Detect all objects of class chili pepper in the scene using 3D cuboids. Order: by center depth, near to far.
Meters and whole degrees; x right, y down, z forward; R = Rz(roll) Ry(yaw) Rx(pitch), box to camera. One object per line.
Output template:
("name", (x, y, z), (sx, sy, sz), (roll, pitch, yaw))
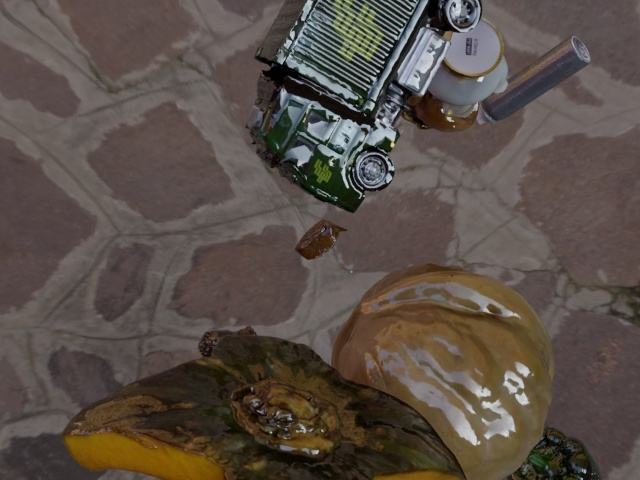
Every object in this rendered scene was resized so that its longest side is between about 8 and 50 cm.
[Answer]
("chili pepper", (0.451, 0.451, 1.451), (0.165, 0.174, 0.261), (-37, 128, 0))

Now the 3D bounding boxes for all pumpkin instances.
("pumpkin", (-0.027, 0.178, 0.653), (0.258, 0.290, 0.095), (32, 114, 26))

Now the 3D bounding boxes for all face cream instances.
("face cream", (0.458, -0.343, 1.646), (0.283, 0.073, 0.073), (-33, 86, 41))

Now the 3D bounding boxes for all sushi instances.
("sushi", (0.000, 0.000, 1.560), (0.055, 0.052, 0.120), (39, 107, -25))

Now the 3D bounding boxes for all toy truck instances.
("toy truck", (0.037, -0.157, 0.547), (0.121, 0.088, 0.259), (26, 96, -21))

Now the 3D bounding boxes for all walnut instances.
("walnut", (0.149, 0.164, 0.929), (0.285, 0.296, 0.285), (6, 122, 10))

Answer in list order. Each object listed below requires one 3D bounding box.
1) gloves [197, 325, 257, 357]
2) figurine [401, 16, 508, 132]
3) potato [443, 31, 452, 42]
("gloves", (-0.151, 0.309, 1.739), (0.135, 0.210, 0.312), (-43, 115, -11))
("figurine", (0.216, -0.269, 1.246), (0.189, 0.263, 0.142), (12, 78, -2))
("potato", (0.111, -0.260, 0.904), (0.112, 0.112, 0.147), (7, 99, 3))
